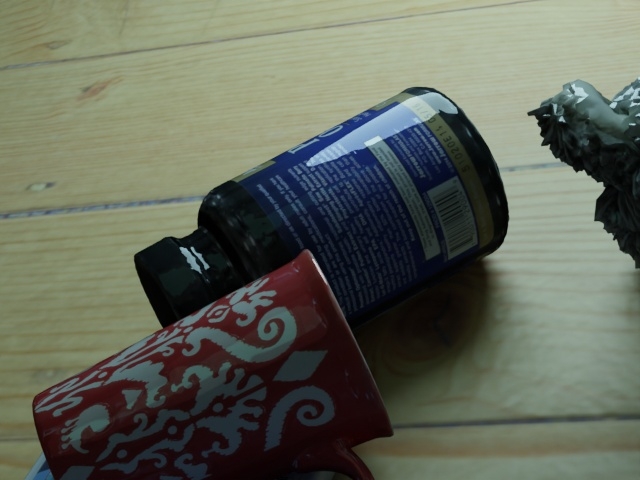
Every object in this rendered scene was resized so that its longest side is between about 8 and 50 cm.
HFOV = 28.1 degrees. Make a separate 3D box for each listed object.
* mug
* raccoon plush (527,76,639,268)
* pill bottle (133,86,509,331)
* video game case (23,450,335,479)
[{"bbox_3d":[-0.055,0.099,0.680,0.169,0.113,0.150,-24,36,-3],"label":"mug"},{"bbox_3d":[0.217,0.053,0.607,0.299,0.216,0.446,1,39,34],"label":"raccoon plush"},{"bbox_3d":[0.000,0.000,0.812,0.219,0.122,0.123,-28,38,-15],"label":"pill bottle"},{"bbox_3d":[-0.104,0.173,0.713,0.183,0.023,0.201,4,42,25],"label":"video game case"}]
